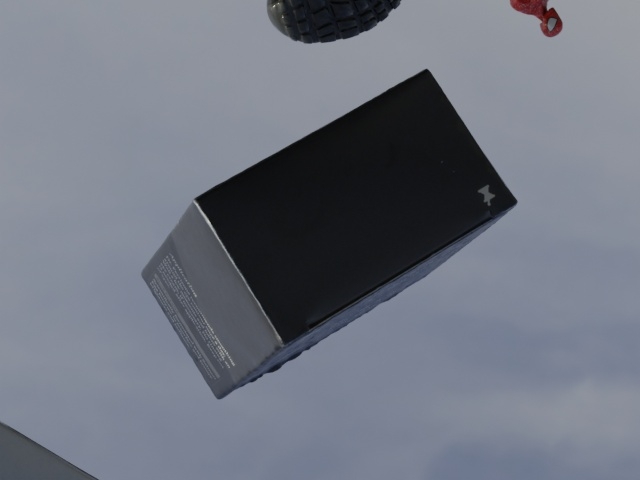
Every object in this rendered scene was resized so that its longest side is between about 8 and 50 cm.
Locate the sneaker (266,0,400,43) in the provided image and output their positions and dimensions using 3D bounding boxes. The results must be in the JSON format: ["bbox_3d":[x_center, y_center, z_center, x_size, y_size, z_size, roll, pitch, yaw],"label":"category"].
[{"bbox_3d":[0.045,-0.295,1.686,0.283,0.107,0.124,-40,-128,-15],"label":"sneaker"}]

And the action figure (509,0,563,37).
[{"bbox_3d":[0.109,-0.165,0.991,0.030,0.115,0.038,-7,-161,44],"label":"action figure"}]

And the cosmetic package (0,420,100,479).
[{"bbox_3d":[-0.147,0.068,0.402,0.127,0.107,0.238,4,160,26],"label":"cosmetic package"}]

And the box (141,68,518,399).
[{"bbox_3d":[0.000,0.000,1.003,0.156,0.158,0.093,-31,-95,-21],"label":"box"}]
